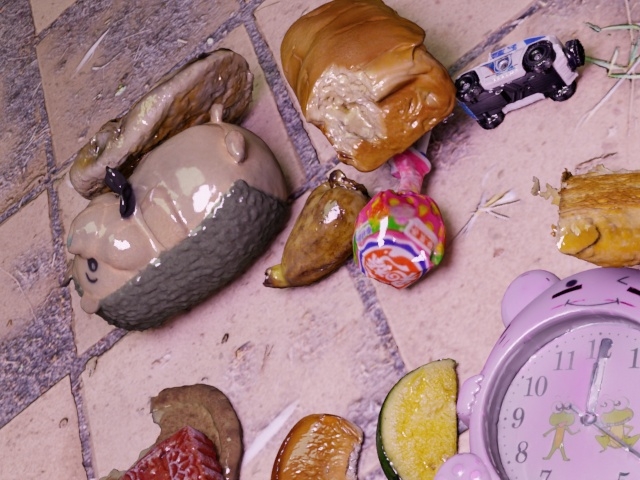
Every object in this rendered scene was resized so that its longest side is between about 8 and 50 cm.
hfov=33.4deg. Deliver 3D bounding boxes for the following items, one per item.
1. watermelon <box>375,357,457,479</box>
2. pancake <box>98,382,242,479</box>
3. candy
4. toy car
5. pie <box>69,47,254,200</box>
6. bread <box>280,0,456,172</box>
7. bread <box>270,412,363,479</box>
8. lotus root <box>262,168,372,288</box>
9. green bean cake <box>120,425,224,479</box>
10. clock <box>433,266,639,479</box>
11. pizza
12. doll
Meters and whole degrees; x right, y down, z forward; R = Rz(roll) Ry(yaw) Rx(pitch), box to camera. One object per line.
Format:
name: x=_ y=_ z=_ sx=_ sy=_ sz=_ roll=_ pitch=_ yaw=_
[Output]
watermelon: x=0.105 y=0.226 z=1.211 sx=0.092 sy=0.075 sz=0.181 roll=7 pitch=56 yaw=-6
pancake: x=-0.219 y=0.323 z=1.424 sx=0.288 sy=0.033 sz=0.286 roll=-27 pitch=47 yaw=25
candy: x=0.128 y=-0.096 z=1.399 sx=0.124 sy=0.124 sz=0.365 roll=-12 pitch=45 yaw=35
toy car: x=0.256 y=-0.211 z=1.366 sx=0.170 sy=0.080 sz=0.070 roll=-21 pitch=48 yaw=30
pie: x=-0.239 y=-0.167 z=1.637 sx=0.339 sy=0.339 sz=0.077 roll=-40 pitch=83 yaw=11
bread: x=0.051 y=-0.233 z=1.455 sx=0.195 sy=0.149 sz=0.344 roll=-39 pitch=25 yaw=5
bread: x=-0.009 y=0.269 z=1.272 sx=0.126 sy=0.044 sz=0.129 roll=-11 pitch=51 yaw=34
lotus root: x=0.000 y=0.000 z=1.435 sx=0.191 sy=0.094 sz=0.108 roll=-55 pitch=0 yaw=10
green bean cake: x=-0.187 y=0.315 z=1.335 sx=0.135 sy=0.056 sz=0.135 roll=-41 pitch=42 yaw=11
clock: x=0.272 y=0.172 z=1.044 sx=0.295 sy=0.113 sz=0.322 roll=-6 pitch=56 yaw=39
pizza: x=0.340 y=-0.033 z=1.134 sx=0.280 sy=0.075 sz=0.288 roll=-7 pitch=13 yaw=-7
doll: x=-0.214 y=-0.023 z=1.520 sx=0.349 sy=0.247 sz=0.247 roll=-46 pitch=41 yaw=10
